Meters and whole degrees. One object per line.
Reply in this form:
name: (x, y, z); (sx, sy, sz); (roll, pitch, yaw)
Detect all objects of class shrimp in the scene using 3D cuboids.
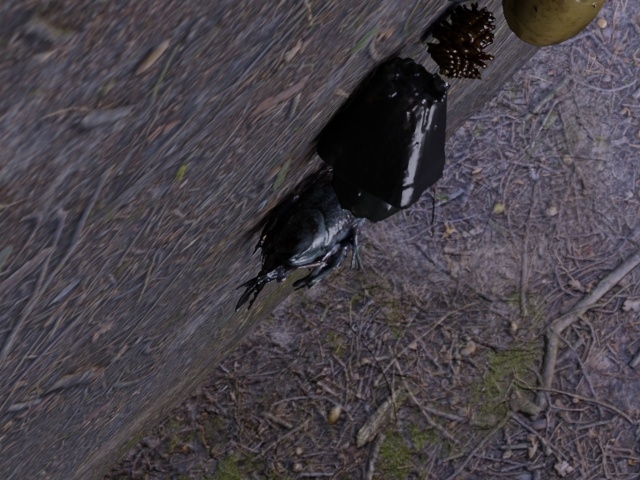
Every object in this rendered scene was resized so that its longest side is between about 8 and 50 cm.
shrimp: (0.001, -0.002, 1.930); (0.372, 0.172, 0.137); (-51, -178, -12)

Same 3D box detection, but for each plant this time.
plant: (0.092, -0.133, 1.679); (0.142, 0.164, 0.256); (-45, 161, -41)

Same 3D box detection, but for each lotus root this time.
lotus root: (0.350, -0.384, 1.734); (0.146, 0.160, 0.284); (-6, 167, -2)

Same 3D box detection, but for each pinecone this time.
pinecone: (0.205, -0.283, 1.686); (0.102, 0.102, 0.109); (-35, 150, -63)

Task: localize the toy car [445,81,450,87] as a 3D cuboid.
toy car: (0.203, -0.265, 2.199); (0.093, 0.025, 0.041); (-40, 176, -14)

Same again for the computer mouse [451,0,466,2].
computer mouse: (0.155, -0.329, 0.763); (0.371, 0.122, 0.188); (-56, 173, 32)
